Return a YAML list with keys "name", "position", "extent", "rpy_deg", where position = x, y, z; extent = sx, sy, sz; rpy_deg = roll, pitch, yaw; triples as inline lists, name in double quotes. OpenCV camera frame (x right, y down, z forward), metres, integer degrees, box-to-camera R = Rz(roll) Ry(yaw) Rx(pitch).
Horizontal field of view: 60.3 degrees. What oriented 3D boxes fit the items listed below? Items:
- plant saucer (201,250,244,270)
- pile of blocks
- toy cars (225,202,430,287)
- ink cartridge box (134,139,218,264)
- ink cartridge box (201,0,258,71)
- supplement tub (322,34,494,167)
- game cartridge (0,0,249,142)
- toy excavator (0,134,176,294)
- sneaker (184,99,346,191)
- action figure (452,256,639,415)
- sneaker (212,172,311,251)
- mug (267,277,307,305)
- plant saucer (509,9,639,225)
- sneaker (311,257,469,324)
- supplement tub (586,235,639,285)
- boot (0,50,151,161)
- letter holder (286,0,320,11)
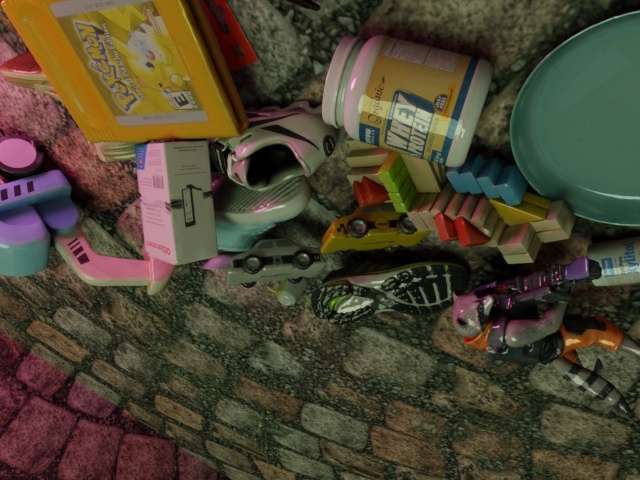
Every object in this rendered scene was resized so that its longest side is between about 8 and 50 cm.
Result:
- name: "plant saucer"
  position: [-0.154, 0.043, 1.175]
  extent: [0.194, 0.038, 0.195]
  rpy_deg: [2, 180, 0]
- name: "pile of blocks"
  position: [0.188, -0.064, 0.826]
  extent: [0.361, 0.113, 0.149]
  rpy_deg: [20, 147, 21]
- name: "toy cars"
  position: [0.000, 0.000, 1.006]
  extent: [0.393, 0.087, 0.176]
  rpy_deg: [-19, 158, 22]
- name: "ink cartridge box"
  position: [-0.256, -0.072, 0.973]
  extent: [0.148, 0.085, 0.203]
  rpy_deg: [12, 109, 52]
- name: "ink cartridge box"
  position: [-0.242, -0.323, 0.875]
  extent: [0.232, 0.066, 0.189]
  rpy_deg: [-3, 132, 38]
- name: "supplement tub"
  position: [0.116, -0.191, 0.741]
  extent: [0.199, 0.144, 0.144]
  rpy_deg: [18, 140, 12]
- name: "game cartridge"
  position: [-0.299, -0.276, 0.840]
  extent: [0.323, 0.053, 0.286]
  rpy_deg: [1, 135, 23]
- name: "toy excavator"
  position: [-0.619, -0.008, 1.274]
  extent: [0.445, 0.432, 0.222]
  rpy_deg: [56, 141, 10]
- name: "sneaker"
  position: [-0.129, -0.149, 0.932]
  extent: [0.330, 0.146, 0.123]
  rpy_deg: [-3, 134, 34]
- name: "action figure"
  position: [0.374, 0.150, 0.893]
  extent: [0.329, 0.179, 0.341]
  rpy_deg: [16, 163, 0]
- name: "sneaker"
  position: [-0.135, -0.050, 1.070]
  extent: [0.365, 0.135, 0.150]
  rpy_deg: [-3, 142, 43]
- name: "mug"
  position: [-0.075, 0.113, 1.250]
  extent: [0.078, 0.064, 0.062]
  rpy_deg: [-5, 132, 34]
- name: "plant saucer"
  position: [0.410, -0.148, 0.702]
  extent: [0.317, 0.044, 0.318]
  rpy_deg: [16, 140, 14]
- name: "sneaker"
  position: [0.133, 0.075, 1.062]
  extent: [0.299, 0.121, 0.111]
  rpy_deg: [-6, 118, 10]
- name: "supplement tub"
  position: [0.472, 0.031, 0.841]
  extent: [0.107, 0.071, 0.071]
  rpy_deg: [-13, 127, 37]
- name: "boot"
  position: [-0.456, -0.251, 1.044]
  extent: [0.261, 0.095, 0.204]
  rpy_deg: [7, 138, 13]
- name: "letter holder"
  position: [-0.115, -0.414, 0.649]
  extent: [0.301, 0.214, 0.152]
  rpy_deg: [29, 109, 1]
